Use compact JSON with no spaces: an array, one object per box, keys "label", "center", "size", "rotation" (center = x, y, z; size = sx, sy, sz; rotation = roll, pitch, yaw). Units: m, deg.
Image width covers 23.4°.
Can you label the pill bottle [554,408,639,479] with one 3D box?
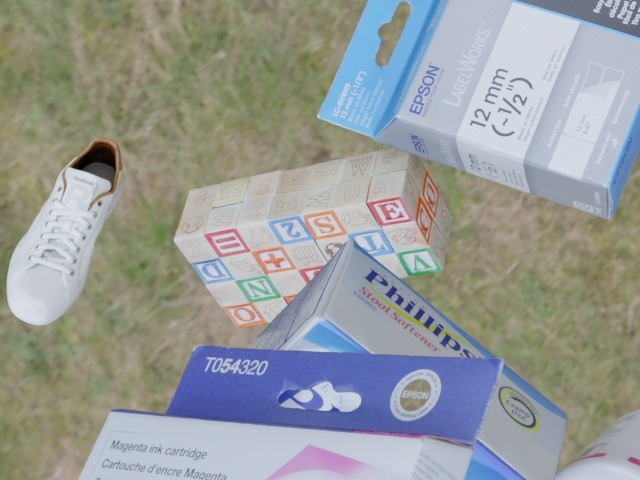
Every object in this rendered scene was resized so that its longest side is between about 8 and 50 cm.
[{"label":"pill bottle","center":[0.332,0.259,1.558],"size":[0.160,0.283,0.160],"rotation":[6,103,28]}]

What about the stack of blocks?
[{"label":"stack of blocks","center":[0.000,0.000,1.841],"size":[0.297,0.087,0.171],"rotation":[-11,134,25]}]

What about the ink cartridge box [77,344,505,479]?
[{"label":"ink cartridge box","center":[-0.060,0.209,1.114],"size":[0.324,0.330,0.071],"rotation":[-2,147,41]}]

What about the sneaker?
[{"label":"sneaker","center":[-0.346,-0.025,2.085],"size":[0.106,0.290,0.123],"rotation":[18,143,1]}]

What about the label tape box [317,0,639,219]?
[{"label":"label tape box","center":[0.189,-0.201,1.642],"size":[0.348,0.249,0.115],"rotation":[21,168,16]}]

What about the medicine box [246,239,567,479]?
[{"label":"medicine box","center":[0.029,0.197,1.412],"size":[0.263,0.149,0.289],"rotation":[39,121,-7]}]
